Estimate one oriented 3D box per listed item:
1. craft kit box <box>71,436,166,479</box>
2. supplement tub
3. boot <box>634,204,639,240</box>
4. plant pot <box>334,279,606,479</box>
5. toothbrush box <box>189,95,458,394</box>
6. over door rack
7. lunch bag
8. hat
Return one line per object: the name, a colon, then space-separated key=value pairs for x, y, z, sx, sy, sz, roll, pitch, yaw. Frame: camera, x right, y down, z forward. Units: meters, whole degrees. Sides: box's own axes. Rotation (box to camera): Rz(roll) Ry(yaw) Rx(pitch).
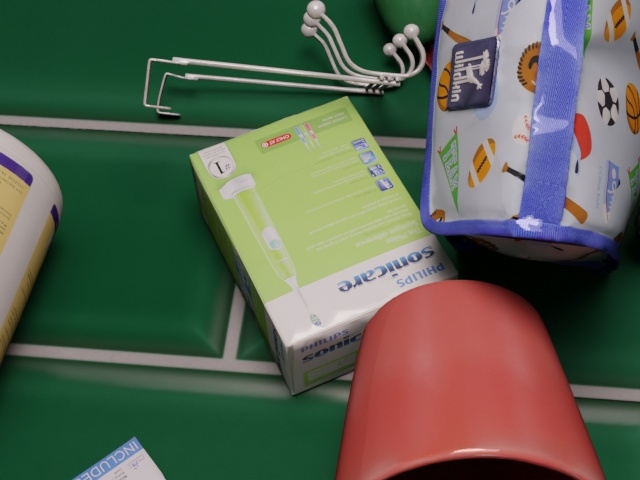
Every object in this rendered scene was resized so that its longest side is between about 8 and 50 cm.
craft kit box: x=-0.216 y=0.361 z=1.244 sx=0.250 sy=0.061 sz=0.246 roll=-33 pitch=58 yaw=-18
supplement tub: x=-0.440 y=0.048 z=1.353 sx=0.241 sy=0.241 sz=0.331 roll=10 pitch=57 yaw=9
boot: x=0.542 y=-0.063 z=1.438 sx=0.348 sy=0.131 sz=0.260 roll=13 pitch=62 yaw=5
plant pot: x=0.140 y=0.189 z=1.227 sx=0.275 sy=0.275 sz=0.243 roll=-1 pitch=46 yaw=2
toothbrush box: x=0.000 y=0.000 z=1.432 sx=0.206 sy=0.122 sz=0.283 roll=-23 pitch=57 yaw=-12
over door rack: x=-0.049 y=-0.219 z=1.508 sx=0.324 sy=0.239 sz=0.108 roll=-6 pitch=93 yaw=-2
lunch bag: x=0.233 y=-0.143 z=1.298 sx=0.239 sy=0.385 sz=0.327 roll=7 pitch=88 yaw=10
hat: x=0.105 y=-0.257 z=1.602 sx=0.208 sy=0.173 sz=0.183 roll=12 pitch=77 yaw=43
